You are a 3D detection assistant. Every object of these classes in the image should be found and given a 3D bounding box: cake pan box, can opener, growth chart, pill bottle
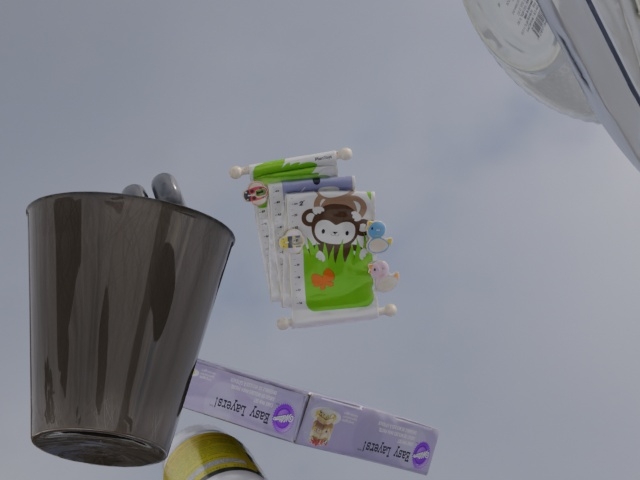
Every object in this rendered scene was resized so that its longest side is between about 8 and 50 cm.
[{"bbox_3d":[-0.023,0.210,1.956,0.246,0.267,0.070,14,-94,42],"label":"cake pan box"},{"bbox_3d":[-0.185,-0.007,1.958,0.076,0.283,0.095,-21,-120,-4],"label":"can opener"},{"bbox_3d":[0.000,0.000,1.959,0.021,0.172,0.237,-110,-175,-72],"label":"growth chart"},{"bbox_3d":[-0.124,0.299,1.928,0.119,0.119,0.208,-63,-160,5],"label":"pill bottle"}]

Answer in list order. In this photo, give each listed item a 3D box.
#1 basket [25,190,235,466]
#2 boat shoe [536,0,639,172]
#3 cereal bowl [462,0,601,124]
[{"bbox_3d":[-0.195,0.089,1.524,0.154,0.204,0.227,116,-18,-65],"label":"basket"},{"bbox_3d":[0.241,-0.146,1.250,0.088,0.267,0.096,-33,-145,4],"label":"boat shoe"},{"bbox_3d":[0.228,-0.257,1.508,0.339,0.141,0.339,45,-32,37],"label":"cereal bowl"}]
